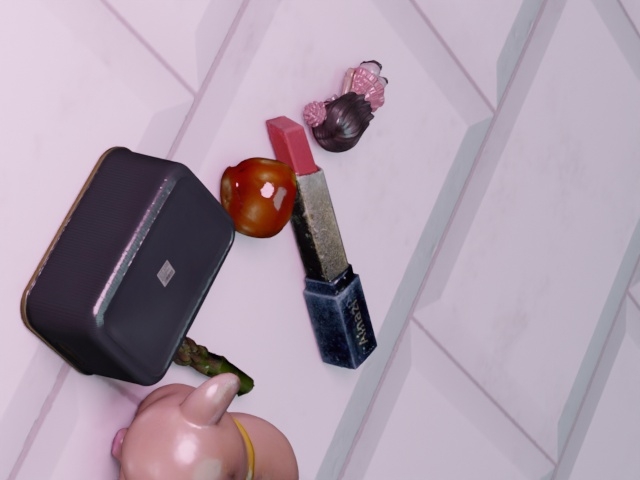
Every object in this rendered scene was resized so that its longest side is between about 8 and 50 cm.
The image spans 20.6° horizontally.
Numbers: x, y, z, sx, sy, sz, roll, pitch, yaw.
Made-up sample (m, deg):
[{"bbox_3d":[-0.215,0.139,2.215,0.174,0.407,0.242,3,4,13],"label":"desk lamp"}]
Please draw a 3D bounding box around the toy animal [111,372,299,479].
[{"bbox_3d":[-0.112,0.233,1.755,0.248,0.149,0.165,37,54,-64],"label":"toy animal"}]

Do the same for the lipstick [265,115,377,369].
[{"bbox_3d":[0.000,0.000,1.910,0.051,0.051,0.312,-42,130,-38],"label":"lipstick"}]

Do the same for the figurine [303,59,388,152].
[{"bbox_3d":[0.032,-0.149,1.910,0.129,0.054,0.072,-51,132,-35],"label":"figurine"}]

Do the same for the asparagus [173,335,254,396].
[{"bbox_3d":[-0.122,0.121,1.791,0.165,0.030,0.036,36,32,-52],"label":"asparagus"}]

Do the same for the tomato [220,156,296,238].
[{"bbox_3d":[-0.065,-0.045,1.788,0.075,0.087,0.087,11,91,-19],"label":"tomato"}]

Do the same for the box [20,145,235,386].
[{"bbox_3d":[-0.173,0.027,1.649,0.201,0.090,0.144,-63,142,-21],"label":"box"}]
